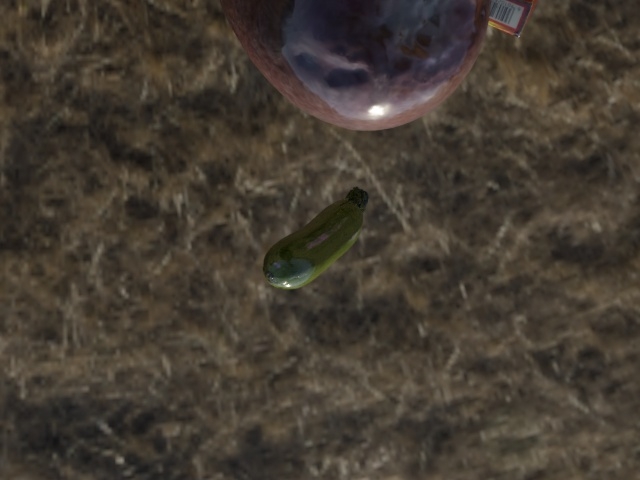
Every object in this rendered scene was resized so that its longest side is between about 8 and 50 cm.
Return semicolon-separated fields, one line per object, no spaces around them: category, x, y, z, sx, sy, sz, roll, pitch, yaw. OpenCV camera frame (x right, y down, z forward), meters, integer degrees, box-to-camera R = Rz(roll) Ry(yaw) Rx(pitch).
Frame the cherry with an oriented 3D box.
cherry;0.029;-0.218;1.160;0.206;0.239;0.239;-18;137;-16

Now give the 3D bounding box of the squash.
squash;0.000;0.000;1.342;0.052;0.183;0.052;13;118;25

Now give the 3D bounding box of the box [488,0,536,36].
box;0.154;-0.293;1.488;0.175;0.112;0.048;25;131;6
